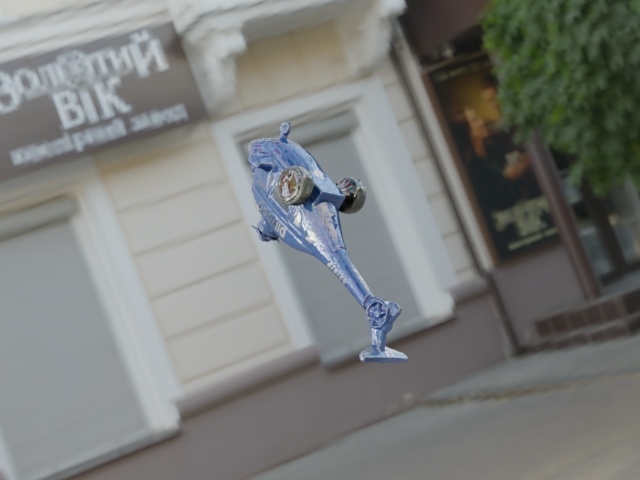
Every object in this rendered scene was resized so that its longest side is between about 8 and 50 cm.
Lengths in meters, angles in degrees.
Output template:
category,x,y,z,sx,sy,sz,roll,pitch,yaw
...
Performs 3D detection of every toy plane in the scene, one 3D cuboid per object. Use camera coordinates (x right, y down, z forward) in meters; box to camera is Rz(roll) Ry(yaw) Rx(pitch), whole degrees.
category,x,y,z,sx,sy,sz,roll,pitch,yaw
toy plane,0.000,0.000,0.762,0.054,0.167,0.062,8,-54,-45
